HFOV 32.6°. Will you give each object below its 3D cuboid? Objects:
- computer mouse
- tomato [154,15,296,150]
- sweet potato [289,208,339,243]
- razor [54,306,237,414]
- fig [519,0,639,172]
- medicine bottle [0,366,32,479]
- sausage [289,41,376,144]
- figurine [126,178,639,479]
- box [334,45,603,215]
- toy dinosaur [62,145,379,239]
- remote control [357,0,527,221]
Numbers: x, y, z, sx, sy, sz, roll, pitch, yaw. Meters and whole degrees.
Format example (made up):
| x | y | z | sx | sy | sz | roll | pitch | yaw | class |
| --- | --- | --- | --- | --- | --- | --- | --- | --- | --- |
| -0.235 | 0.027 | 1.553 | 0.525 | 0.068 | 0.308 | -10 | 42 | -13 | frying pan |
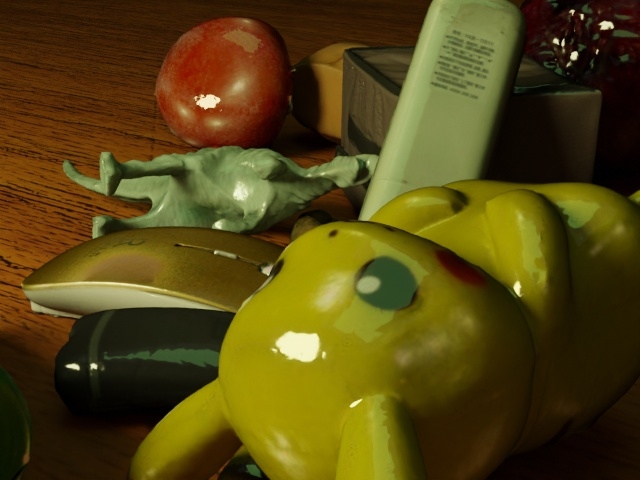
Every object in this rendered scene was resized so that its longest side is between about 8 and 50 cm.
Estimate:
| x | y | z | sx | sy | sz | roll | pitch | yaw | class |
| --- | --- | --- | --- | --- | --- | --- | --- | --- | --- |
| -0.105 | 0.029 | 0.831 | 0.245 | 0.056 | 0.126 | 8 | 22 | 17 | computer mouse |
| -0.107 | -0.172 | 1.230 | 0.167 | 0.167 | 0.167 | 0 | 20 | 0 | tomato |
| -0.006 | -0.003 | 0.945 | 0.041 | 0.038 | 0.153 | 23 | 12 | -3 | sweet potato |
| -0.089 | 0.077 | 0.700 | 0.148 | 0.054 | 0.090 | 0 | 24 | 2 | razor |
| 0.315 | -0.180 | 1.179 | 0.263 | 0.224 | 0.224 | 2 | 18 | -26 | fig |
| -0.265 | 0.067 | 0.612 | 0.133 | 0.133 | 0.274 | -15 | 26 | -36 | medicine bottle |
| 0.057 | -0.161 | 1.247 | 0.136 | 0.120 | 0.241 | -6 | 18 | -26 | sausage |
| 0.051 | 0.062 | 0.594 | 0.327 | 0.169 | 0.218 | -16 | 10 | -43 | figurine |
| 0.125 | -0.092 | 1.023 | 0.188 | 0.153 | 0.252 | -2 | 19 | -8 | box |
| -0.129 | -0.044 | 0.980 | 0.206 | 0.092 | 0.393 | -13 | 7 | -38 | toy dinosaur |
| 0.092 | -0.070 | 0.844 | 0.090 | 0.038 | 0.309 | 17 | 66 | 2 | remote control |
